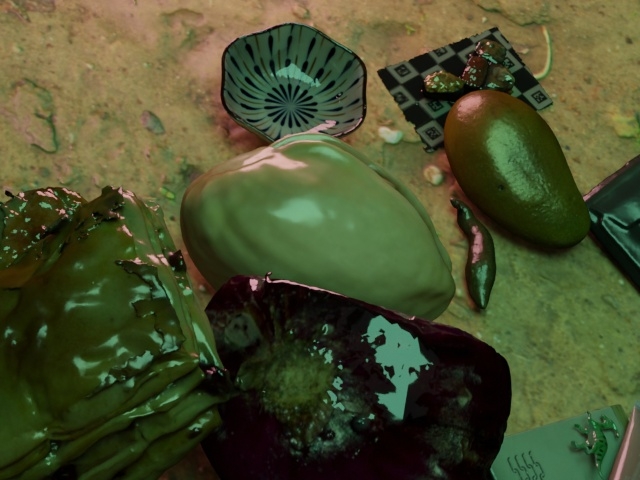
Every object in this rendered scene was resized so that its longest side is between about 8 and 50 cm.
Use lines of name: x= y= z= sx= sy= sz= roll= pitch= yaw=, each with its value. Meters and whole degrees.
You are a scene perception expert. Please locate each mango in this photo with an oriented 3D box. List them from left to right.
mango: x=0.235 y=-0.083 z=2.029 sx=0.136 sy=0.099 sz=0.227 roll=-31 pitch=78 yaw=-22

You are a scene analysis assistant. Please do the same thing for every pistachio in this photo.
pistachio: x=0.000 y=0.000 z=1.876 sx=0.318 sy=0.214 sz=0.193 roll=25 pitch=13 yaw=-5

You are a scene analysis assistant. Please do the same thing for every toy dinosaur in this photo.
toy dinosaur: x=0.307 y=0.223 z=1.841 sx=0.062 sy=0.021 sz=0.083 roll=-8 pitch=59 yaw=-34

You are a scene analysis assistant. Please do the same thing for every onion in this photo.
onion: x=0.018 y=0.188 z=1.710 sx=0.337 sy=0.282 sz=0.260 roll=14 pitch=86 yaw=18

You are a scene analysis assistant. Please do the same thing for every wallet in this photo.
wallet: x=0.439 y=0.006 z=2.048 sx=0.168 sy=0.052 sz=0.245 roll=-32 pitch=72 yaw=-24

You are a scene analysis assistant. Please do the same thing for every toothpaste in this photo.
toothpaste: x=0.337 y=0.256 z=1.819 sx=0.067 sy=0.043 sz=0.194 roll=30 pitch=50 yaw=7

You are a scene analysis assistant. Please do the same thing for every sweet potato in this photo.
sweet potato: x=0.186 y=0.014 z=1.989 sx=0.041 sy=0.038 sz=0.153 roll=14 pitch=51 yaw=-32

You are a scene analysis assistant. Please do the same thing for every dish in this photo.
dish: x=-0.036 y=-0.171 z=2.039 sx=0.191 sy=0.066 sz=0.190 roll=5 pitch=59 yaw=-8

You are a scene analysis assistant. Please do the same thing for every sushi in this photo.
sushi: x=0.184 y=-0.200 z=2.127 sx=0.201 sy=0.031 sz=0.139 roll=-23 pitch=66 yaw=-24

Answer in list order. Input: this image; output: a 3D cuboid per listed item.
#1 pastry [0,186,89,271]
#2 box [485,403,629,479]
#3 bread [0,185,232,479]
pastry: x=-0.303 y=0.011 z=1.855 sx=0.153 sy=0.081 sz=0.153 roll=12 pitch=54 yaw=-17
box: x=0.293 y=0.322 z=1.814 sx=0.211 sy=0.045 sz=0.270 roll=-15 pitch=63 yaw=-21
bread: x=-0.265 y=0.128 z=1.651 sx=0.324 sy=0.167 sz=0.277 roll=-36 pitch=60 yaw=18
